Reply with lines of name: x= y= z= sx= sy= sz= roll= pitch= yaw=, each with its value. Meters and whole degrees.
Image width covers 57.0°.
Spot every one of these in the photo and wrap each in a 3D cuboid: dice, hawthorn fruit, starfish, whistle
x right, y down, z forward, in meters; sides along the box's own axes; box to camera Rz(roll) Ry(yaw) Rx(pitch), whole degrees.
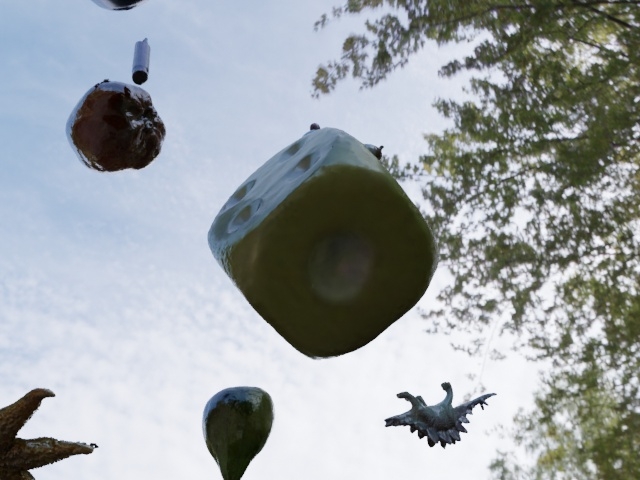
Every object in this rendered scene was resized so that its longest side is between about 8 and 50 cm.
dice: x=0.000 y=0.000 z=0.813 sx=0.238 sy=0.233 sz=0.227 roll=-41 pitch=-68 yaw=-1
hawthorn fruit: x=-0.418 y=-0.219 z=1.177 sx=0.202 sy=0.185 sz=0.185 roll=-10 pitch=-62 yaw=28
starfish: x=-0.500 y=0.347 z=0.941 sx=0.302 sy=0.060 sz=0.299 roll=-29 pitch=-79 yaw=18
whistle: x=-0.348 y=-0.351 z=1.144 sx=0.033 sy=0.176 sz=0.033 roll=-7 pitch=-50 yaw=-8

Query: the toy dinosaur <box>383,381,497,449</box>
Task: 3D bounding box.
toy dinosaur: x=0.169 y=0.237 z=0.802 sx=0.209 sy=0.082 sz=0.039 roll=-3 pitch=-31 yaw=-36

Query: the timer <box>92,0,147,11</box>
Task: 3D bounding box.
timer: x=-0.350 y=-0.488 z=0.705 sx=0.270 sy=0.270 sz=0.383 roll=-33 pitch=-29 yaw=25

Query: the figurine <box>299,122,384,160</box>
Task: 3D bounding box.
figurine: x=0.061 y=-0.141 z=1.235 sx=0.260 sy=0.103 sz=0.205 roll=45 pitch=-96 yaw=-3

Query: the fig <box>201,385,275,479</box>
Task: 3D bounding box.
fig: x=-0.130 y=0.317 z=0.958 sx=0.123 sy=0.156 sz=0.123 roll=-8 pitch=-32 yaw=-5
